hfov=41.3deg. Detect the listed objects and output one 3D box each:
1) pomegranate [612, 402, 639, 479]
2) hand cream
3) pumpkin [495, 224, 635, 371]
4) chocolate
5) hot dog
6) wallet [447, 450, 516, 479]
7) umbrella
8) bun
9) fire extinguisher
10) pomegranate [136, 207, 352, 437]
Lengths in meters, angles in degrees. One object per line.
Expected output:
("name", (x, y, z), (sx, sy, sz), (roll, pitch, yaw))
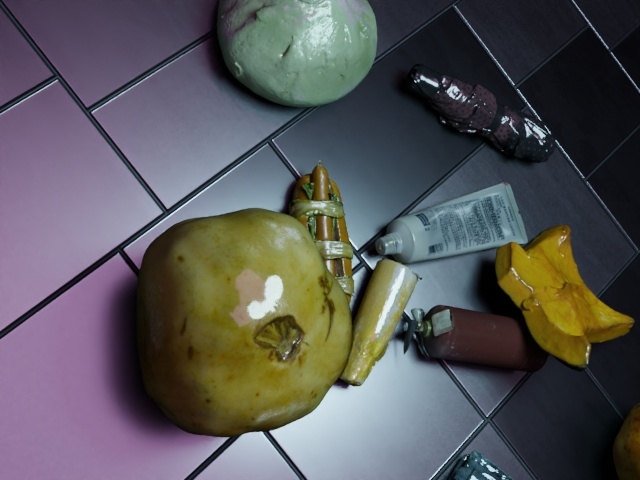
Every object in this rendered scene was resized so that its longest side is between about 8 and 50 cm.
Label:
("pomegranate", (0.635, 0.398, 1.505), (0.248, 0.248, 0.248), (6, 75, -22))
("hand cream", (0.239, -0.022, 1.534), (0.340, 0.077, 0.124), (-13, 81, -33))
("pumpkin", (0.423, 0.098, 1.505), (0.290, 0.095, 0.258), (-11, 61, -51))
("chocolate", (0.089, 0.140, 1.418), (0.085, 0.085, 0.219), (31, 71, -13))
("hot dog", (0.000, 0.000, 1.414), (0.109, 0.072, 0.270), (2, 77, -25))
("wallet", (0.246, 0.545, 1.365), (0.237, 0.075, 0.342), (36, 65, 7))
("umbrella", (0.300, -0.235, 1.593), (0.326, 0.090, 0.094), (24, 72, -16))
("bun", (-0.024, -0.377, 1.436), (0.293, 0.187, 0.293), (7, 73, -24))
("fire extinguisher", (0.261, 0.170, 1.465), (0.268, 0.105, 0.105), (12, 72, -21))
("pomegranate", (-0.120, 0.112, 1.207), (0.332, 0.332, 0.333), (6, 75, -22))
